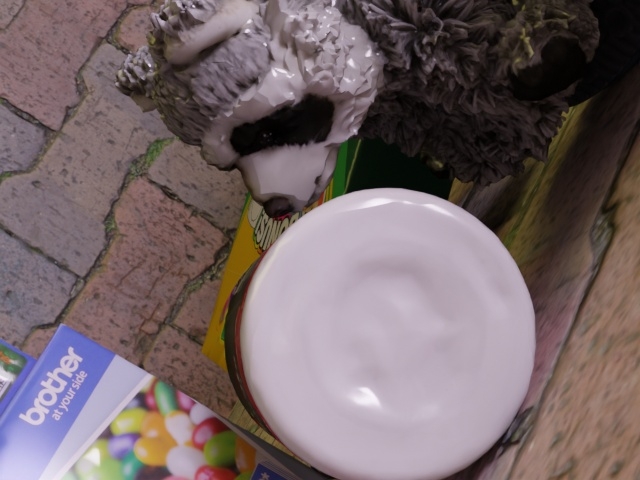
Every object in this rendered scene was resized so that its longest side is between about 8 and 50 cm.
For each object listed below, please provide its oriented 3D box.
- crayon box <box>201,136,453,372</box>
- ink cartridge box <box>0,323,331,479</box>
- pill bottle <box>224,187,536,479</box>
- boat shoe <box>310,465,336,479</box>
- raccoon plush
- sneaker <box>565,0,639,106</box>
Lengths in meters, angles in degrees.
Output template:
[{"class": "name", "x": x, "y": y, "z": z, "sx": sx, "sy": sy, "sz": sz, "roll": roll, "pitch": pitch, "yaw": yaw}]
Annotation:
[{"class": "crayon box", "x": 0.000, "y": 0.000, "z": 1.166, "sx": 0.363, "sy": 0.106, "sz": 0.313, "roll": -170, "pitch": 98, "yaw": -73}, {"class": "ink cartridge box", "x": -0.113, "y": 0.179, "z": 0.697, "sx": 0.065, "sy": 0.311, "sz": 0.186, "roll": -57, "pitch": 5, "yaw": 49}, {"class": "pill bottle", "x": 0.022, "y": 0.069, "z": 0.818, "sx": 0.176, "sy": 0.176, "sz": 0.318, "roll": -60, "pitch": 3, "yaw": -8}, {"class": "boat shoe", "x": 0.011, "y": 0.190, "z": 1.023, "sx": 0.038, "sy": 0.046, "sz": 0.125, "roll": -60, "pitch": 1, "yaw": -13}, {"class": "raccoon plush", "x": 0.018, "y": -0.221, "z": 0.869, "sx": 0.216, "sy": 0.299, "sz": 0.446, "roll": 123, "pitch": 153, "yaw": -55}, {"class": "sneaker", "x": 0.256, "y": -0.229, "z": 0.882, "sx": 0.131, "sy": 0.112, "sz": 0.319, "roll": -31, "pitch": -18, "yaw": -38}]
